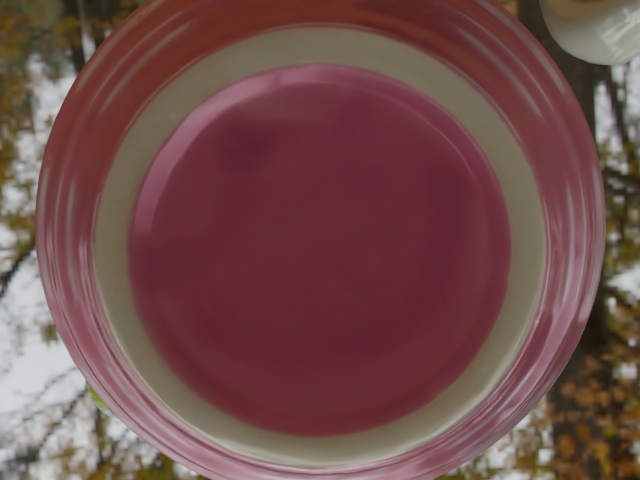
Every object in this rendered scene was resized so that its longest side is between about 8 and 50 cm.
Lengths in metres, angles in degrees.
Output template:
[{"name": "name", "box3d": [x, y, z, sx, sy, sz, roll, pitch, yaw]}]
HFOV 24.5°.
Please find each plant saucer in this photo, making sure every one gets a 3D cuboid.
[{"name": "plant saucer", "box3d": [0.000, 0.000, 0.837, 0.332, 0.332, 0.084, -5, -167, 2]}]

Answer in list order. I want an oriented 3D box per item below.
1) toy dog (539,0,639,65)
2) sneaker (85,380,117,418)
[{"name": "toy dog", "box3d": [0.187, -0.310, 0.613, 0.284, 0.395, 0.408, 31, 156, 1]}, {"name": "sneaker", "box3d": [-0.039, 0.081, 0.994, 0.240, 0.091, 0.126, 0, 178, 36]}]
